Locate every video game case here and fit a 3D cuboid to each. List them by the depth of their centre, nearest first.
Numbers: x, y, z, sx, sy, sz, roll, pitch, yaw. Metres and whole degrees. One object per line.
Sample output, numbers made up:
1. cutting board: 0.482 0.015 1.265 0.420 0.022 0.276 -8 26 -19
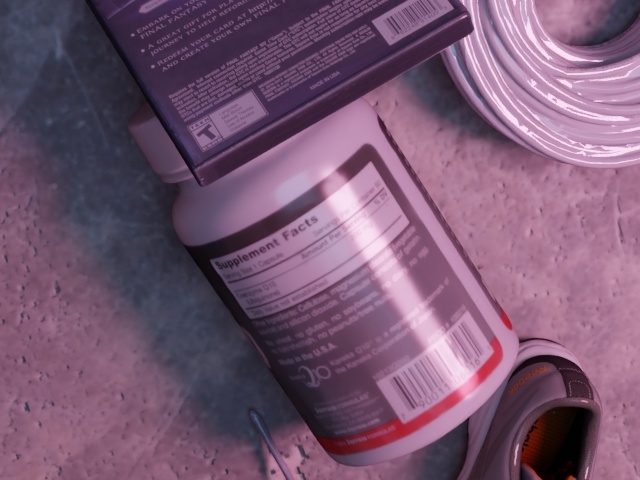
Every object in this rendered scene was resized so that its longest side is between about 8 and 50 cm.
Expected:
1. video game case: -0.053 -0.181 1.167 0.196 0.274 0.026 -30 146 -5

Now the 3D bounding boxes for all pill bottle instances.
1. pill bottle: 0.000 0.000 1.238 0.161 0.161 0.283 -34 104 -4

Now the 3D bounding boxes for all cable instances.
1. cable: 0.196 -0.184 1.282 0.257 0.089 0.257 24 95 -15

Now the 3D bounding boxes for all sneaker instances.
1. sneaker: 0.140 0.211 1.333 0.100 0.108 0.271 11 99 -15

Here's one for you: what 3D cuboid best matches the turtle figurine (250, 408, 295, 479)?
1. turtle figurine: -0.056 0.286 1.297 0.274 0.198 0.266 20 125 23
